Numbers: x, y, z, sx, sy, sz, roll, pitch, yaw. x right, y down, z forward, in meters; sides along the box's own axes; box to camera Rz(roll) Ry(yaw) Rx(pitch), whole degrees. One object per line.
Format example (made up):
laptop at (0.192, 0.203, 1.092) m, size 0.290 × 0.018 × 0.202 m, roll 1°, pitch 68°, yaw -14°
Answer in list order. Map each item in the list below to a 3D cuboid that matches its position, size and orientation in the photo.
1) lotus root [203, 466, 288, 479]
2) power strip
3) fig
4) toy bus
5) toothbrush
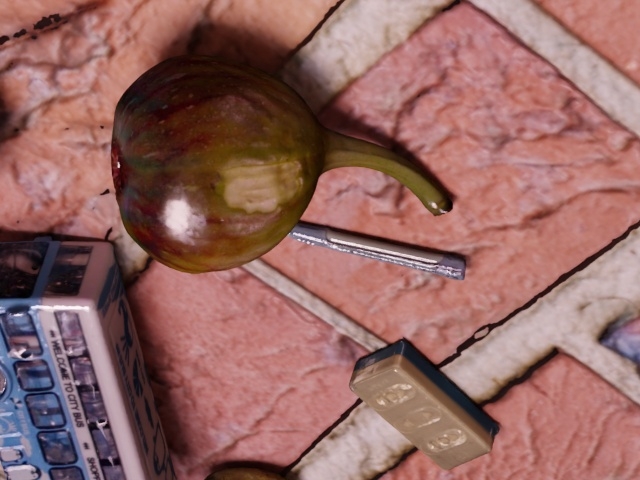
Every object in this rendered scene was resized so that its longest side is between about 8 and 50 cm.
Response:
lotus root at (-0.067, 0.221, 1.508) m, size 0.099 × 0.049 × 0.054 m, roll 2°, pitch 142°, yaw 17°
power strip at (0.083, 0.133, 1.378) m, size 0.123 × 0.032 × 0.056 m, roll 42°, pitch 134°, yaw -23°
fig at (-0.020, -0.049, 1.184) m, size 0.245 × 0.149 × 0.149 m, roll 1°, pitch 140°, yaw -17°
toy bus at (-0.202, 0.141, 1.402) m, size 0.131 × 0.106 × 0.297 m, roll -5°, pitch 123°, yaw 8°
toothbrush at (0.000, 0.000, 1.285) m, size 0.219 × 0.016 × 0.019 m, roll 12°, pitch 138°, yaw 8°
